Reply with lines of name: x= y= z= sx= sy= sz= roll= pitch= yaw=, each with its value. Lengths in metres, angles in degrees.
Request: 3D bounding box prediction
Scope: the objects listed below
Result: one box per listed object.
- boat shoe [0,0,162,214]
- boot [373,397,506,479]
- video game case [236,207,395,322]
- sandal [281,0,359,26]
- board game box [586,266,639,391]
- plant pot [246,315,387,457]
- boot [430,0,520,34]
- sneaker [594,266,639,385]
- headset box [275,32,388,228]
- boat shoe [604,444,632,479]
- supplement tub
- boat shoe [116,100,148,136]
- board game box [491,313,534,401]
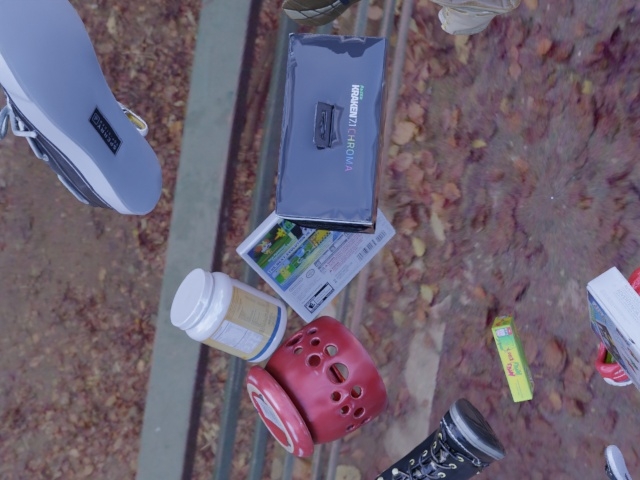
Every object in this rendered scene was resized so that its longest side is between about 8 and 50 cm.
boat shoe: x=-0.273 y=-0.140 z=0.710 sx=0.105 sy=0.306 sz=0.113 roll=4 pitch=59 yaw=21
boot: x=0.152 y=0.298 z=0.925 sx=0.179 sy=0.236 sz=0.085 roll=-36 pitch=64 yaw=4
video game case: x=0.000 y=0.000 z=1.688 sx=0.329 sy=0.300 sz=0.036 roll=-45 pitch=38 yaw=-7
sandal: x=0.021 y=-0.400 z=1.112 sx=0.180 sy=0.072 sz=0.049 roll=-19 pitch=47 yaw=33
board game box: x=0.495 y=0.168 z=1.076 sx=0.053 sy=0.305 sz=0.193 roll=-34 pitch=63 yaw=8
plant pot: x=-0.012 y=0.247 z=1.139 sx=0.174 sy=0.191 sz=0.191 roll=-33 pitch=81 yaw=-21
boot: x=0.293 y=-0.545 z=1.579 sx=0.262 sy=0.203 sz=0.095 roll=6 pitch=88 yaw=-10
sneaker: x=0.676 y=0.179 z=1.508 sx=0.107 sy=0.118 sz=0.278 roll=9 pitch=73 yaw=50
headset box: x=0.025 y=-0.139 z=1.001 sx=0.131 sy=0.283 sz=0.246 roll=5 pitch=89 yaw=5
boat shoe: x=0.644 y=0.506 z=1.516 sx=0.040 sy=0.049 sz=0.142 roll=-13 pitch=112 yaw=41
supplement tub: x=-0.184 y=0.150 z=1.401 sx=0.200 sy=0.144 sz=0.144 roll=28 pitch=106 yaw=-30
boat shoe: x=-0.333 y=-0.211 z=1.165 sx=0.100 sy=0.035 sz=0.035 roll=37 pitch=69 yaw=-8
board game box: x=0.451 y=0.273 z=1.621 sx=0.043 sy=0.092 sz=0.181 roll=-16 pitch=94 yaw=21
